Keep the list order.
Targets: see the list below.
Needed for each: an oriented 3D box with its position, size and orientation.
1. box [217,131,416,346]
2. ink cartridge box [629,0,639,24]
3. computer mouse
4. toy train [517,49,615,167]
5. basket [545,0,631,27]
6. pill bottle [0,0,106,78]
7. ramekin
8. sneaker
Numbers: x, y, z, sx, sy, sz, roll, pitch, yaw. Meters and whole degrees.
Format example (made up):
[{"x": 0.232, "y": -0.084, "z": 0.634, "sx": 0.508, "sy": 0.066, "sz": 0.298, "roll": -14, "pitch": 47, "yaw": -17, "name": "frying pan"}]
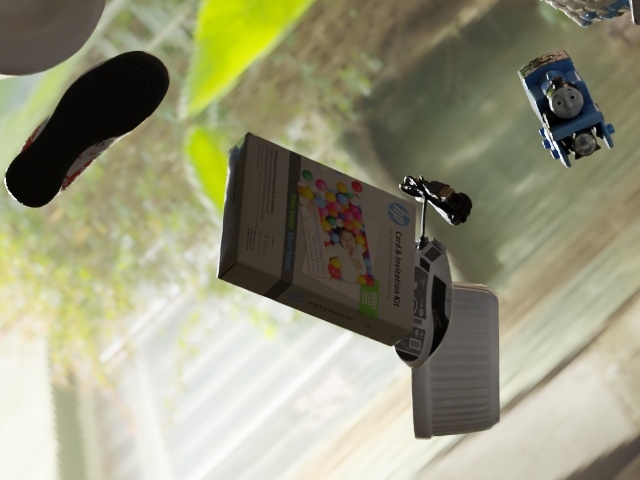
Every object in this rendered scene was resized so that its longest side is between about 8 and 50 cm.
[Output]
[{"x": 0.000, "y": 0.000, "z": 1.606, "sx": 0.186, "sy": 0.038, "sz": 0.145, "roll": 24, "pitch": -130, "yaw": -25, "name": "box"}, {"x": 0.414, "y": -0.353, "z": 1.875, "sx": 0.278, "sy": 0.201, "sz": 0.117, "roll": -86, "pitch": -11, "yaw": -52, "name": "ink cartridge box"}, {"x": 0.111, "y": 0.033, "z": 1.802, "sx": 0.042, "sy": 0.193, "sz": 0.106, "roll": 3, "pitch": -173, "yaw": -32, "name": "computer mouse"}, {"x": 0.284, "y": -0.155, "z": 2.081, "sx": 0.105, "sy": 0.080, "sz": 0.184, "roll": 63, "pitch": -173, "yaw": -17, "name": "toy train"}, {"x": 0.351, "y": -0.468, "z": 2.534, "sx": 0.289, "sy": 0.255, "sz": 0.201, "roll": 33, "pitch": 159, "yaw": -14, "name": "basket"}, {"x": -0.380, "y": -0.268, "z": 1.890, "sx": 0.204, "sy": 0.204, "sz": 0.361, "roll": 44, "pitch": 162, "yaw": -23, "name": "pill bottle"}, {"x": 0.172, "y": 0.148, "z": 2.246, "sx": 0.207, "sy": 0.109, "sz": 0.207, "roll": -1, "pitch": -90, "yaw": -85, "name": "ramekin"}, {"x": -0.265, "y": -0.157, "z": 2.138, "sx": 0.090, "sy": 0.270, "sz": 0.145, "roll": 44, "pitch": -151, "yaw": -10, "name": "sneaker"}]
